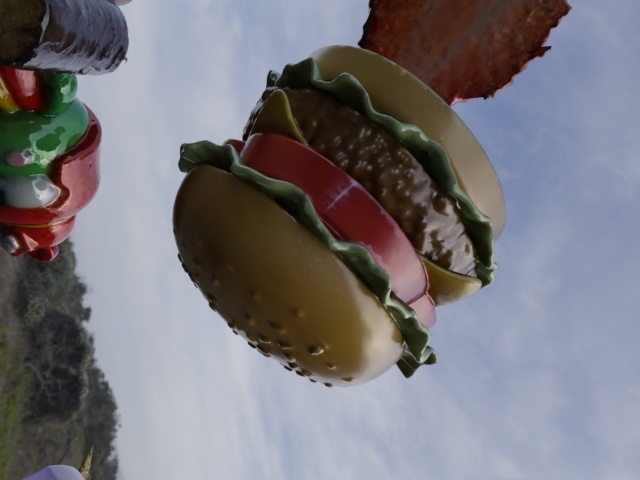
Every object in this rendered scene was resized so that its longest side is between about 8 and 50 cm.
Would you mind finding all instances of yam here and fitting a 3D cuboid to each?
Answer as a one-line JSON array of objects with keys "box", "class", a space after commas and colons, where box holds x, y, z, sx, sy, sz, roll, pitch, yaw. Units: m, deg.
[{"box": [-0.206, -0.166, 0.381, 0.141, 0.079, 0.079, -78, 164, -76], "class": "yam"}]

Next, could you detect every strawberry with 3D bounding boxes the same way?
[{"box": [0.125, -0.208, 0.492, 0.236, 0.107, 0.175, -24, -92, 19], "class": "strawberry"}]

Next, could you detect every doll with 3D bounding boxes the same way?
[{"box": [-0.357, -0.110, 0.596, 0.160, 0.183, 0.362, -71, 179, -52], "class": "doll"}]

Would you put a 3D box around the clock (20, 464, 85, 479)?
[{"box": [-0.246, 0.253, 0.382, 0.064, 0.198, 0.172, 45, -82, 15], "class": "clock"}]

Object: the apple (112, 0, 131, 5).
[{"box": [-0.236, -0.341, 0.580, 0.102, 0.126, 0.126, 56, -21, -19], "class": "apple"}]

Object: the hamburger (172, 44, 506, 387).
[{"box": [0.000, 0.000, 0.429, 0.274, 0.212, 0.274, 40, -15, 13], "class": "hamburger"}]

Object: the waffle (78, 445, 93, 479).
[{"box": [-0.341, 0.424, 0.732, 0.125, 0.190, 0.032, 39, -41, -18], "class": "waffle"}]
